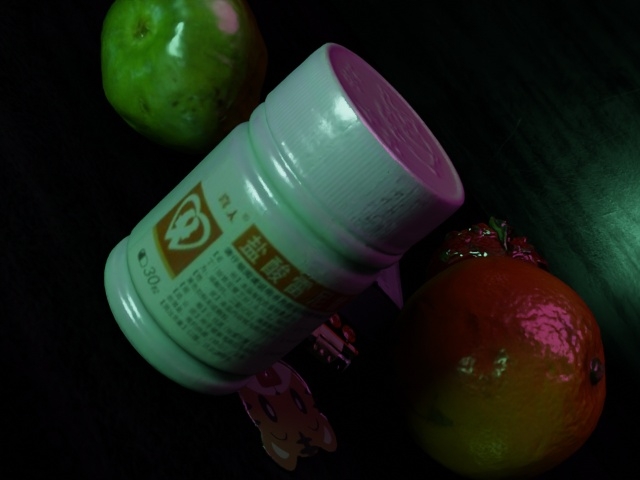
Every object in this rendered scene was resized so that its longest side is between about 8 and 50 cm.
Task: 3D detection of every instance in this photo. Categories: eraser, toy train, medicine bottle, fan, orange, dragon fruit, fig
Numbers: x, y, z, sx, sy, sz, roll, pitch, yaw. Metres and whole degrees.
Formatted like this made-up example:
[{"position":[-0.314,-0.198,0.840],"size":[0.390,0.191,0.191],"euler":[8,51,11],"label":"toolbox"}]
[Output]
[{"position":[0.064,0.041,1.323],"size":[0.174,0.081,0.227],"euler":[48,18,-20],"label":"eraser"},{"position":[-0.045,0.079,1.049],"size":[0.249,0.053,0.085],"euler":[44,28,-20],"label":"toy train"},{"position":[-0.039,-0.013,0.808],"size":[0.202,0.316,0.202],"euler":[40,24,-21],"label":"medicine bottle"},{"position":[-0.064,0.151,0.934],"size":[0.227,0.008,0.152],"euler":[57,22,19],"label":"fan"},{"position":[0.241,0.176,1.143],"size":[0.312,0.312,0.312],"euler":[44,20,-20],"label":"orange"},{"position":[0.318,0.112,1.533],"size":[0.299,0.244,0.244],"euler":[66,18,-6],"label":"dragon fruit"},{"position":[-0.144,-0.207,1.095],"size":[0.314,0.233,0.233],"euler":[41,20,-39],"label":"fig"}]
